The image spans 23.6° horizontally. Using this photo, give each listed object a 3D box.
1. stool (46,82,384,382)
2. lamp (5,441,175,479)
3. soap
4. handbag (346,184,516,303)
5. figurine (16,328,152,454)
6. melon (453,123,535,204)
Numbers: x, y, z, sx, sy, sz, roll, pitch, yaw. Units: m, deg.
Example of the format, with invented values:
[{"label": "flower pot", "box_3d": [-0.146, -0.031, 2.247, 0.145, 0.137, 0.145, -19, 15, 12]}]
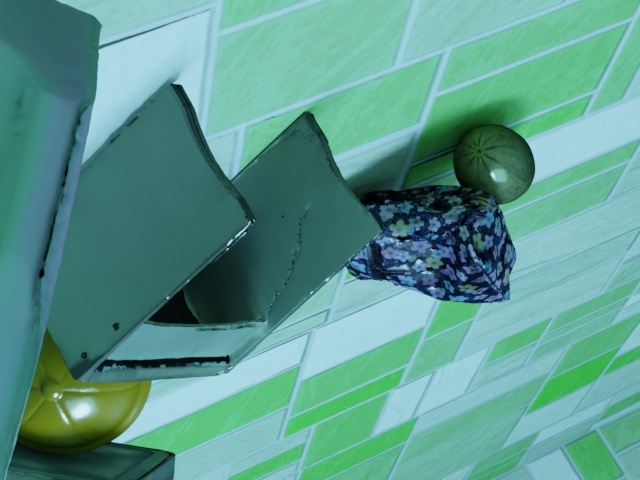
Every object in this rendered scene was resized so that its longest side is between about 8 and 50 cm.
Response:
[{"label": "stool", "box_3d": [-0.125, 0.002, 1.541, 0.270, 0.170, 0.244, -41, 157, 25]}, {"label": "lamp", "box_3d": [-0.316, 0.252, 1.716, 0.269, 0.047, 0.266, 8, 180, 6]}, {"label": "soap", "box_3d": [-0.264, 0.012, 1.022, 0.156, 0.446, 0.261, 19, 139, -16]}, {"label": "handbag", "box_3d": [0.127, 0.004, 1.861, 0.208, 0.126, 0.228, 8, 165, 20]}, {"label": "figurine", "box_3d": [-0.266, 0.151, 1.694, 0.192, 0.167, 0.257, -45, 160, 0]}, {"label": "melon", "box_3d": [0.210, -0.093, 1.860, 0.098, 0.098, 0.131, -34, 153, 9]}]
